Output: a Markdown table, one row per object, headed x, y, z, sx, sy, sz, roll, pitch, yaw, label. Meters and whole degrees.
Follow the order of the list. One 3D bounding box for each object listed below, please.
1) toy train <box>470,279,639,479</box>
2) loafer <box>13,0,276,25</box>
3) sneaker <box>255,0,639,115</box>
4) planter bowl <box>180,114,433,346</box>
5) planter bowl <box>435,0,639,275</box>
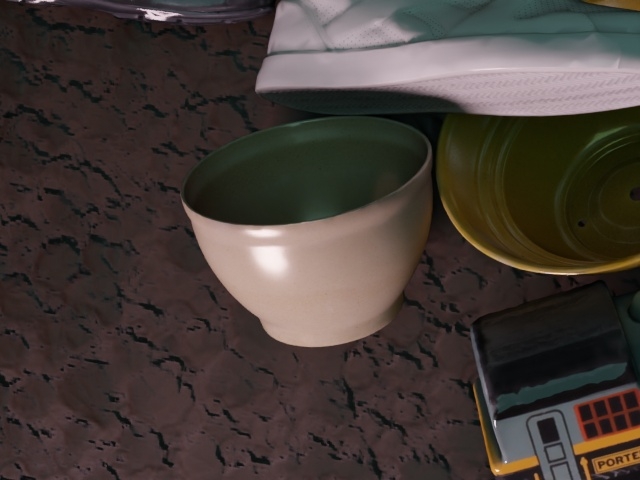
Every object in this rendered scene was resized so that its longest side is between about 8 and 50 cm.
| x | y | z | sx | sy | sz | roll | pitch | yaw | label |
| --- | --- | --- | --- | --- | --- | --- | --- | --- | --- |
| 0.246 | 0.100 | 0.975 | 0.334 | 0.142 | 0.190 | -16 | 119 | 8 | toy train |
| -0.137 | -0.191 | 1.089 | 0.223 | 0.076 | 0.078 | 10 | 100 | 12 | loafer |
| 0.093 | -0.167 | 0.995 | 0.292 | 0.108 | 0.169 | 4 | 80 | 34 | sneaker |
| 0.000 | 0.000 | 1.042 | 0.162 | 0.162 | 0.109 | -7 | 117 | 9 | planter bowl |
| 0.189 | -0.050 | 1.014 | 0.217 | 0.090 | 0.217 | -15 | 52 | 21 | planter bowl |
